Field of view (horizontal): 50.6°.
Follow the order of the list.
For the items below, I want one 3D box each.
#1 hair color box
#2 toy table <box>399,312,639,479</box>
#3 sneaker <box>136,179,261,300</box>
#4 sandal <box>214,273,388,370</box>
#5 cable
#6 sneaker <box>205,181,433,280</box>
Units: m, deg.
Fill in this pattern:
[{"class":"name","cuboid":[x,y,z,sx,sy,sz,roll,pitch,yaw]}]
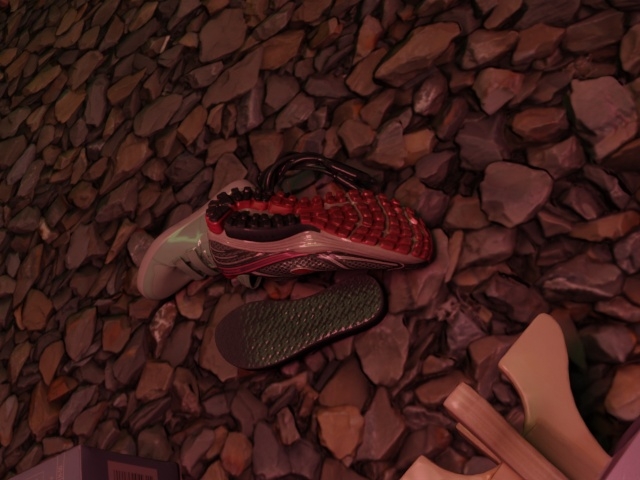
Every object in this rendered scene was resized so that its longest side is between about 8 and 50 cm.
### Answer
[{"class":"hair color box","cuboid":[-0.394,0.409,0.933,0.374,0.185,0.114,-28,54,18]},{"class":"toy table","cuboid":[0.189,0.214,0.629,0.161,0.252,0.274,39,71,24]},{"class":"sneaker","cuboid":[-0.171,0.037,1.040,0.256,0.094,0.151,-42,54,10]},{"class":"sandal","cuboid":[-0.026,0.121,0.935,0.254,0.054,0.097,-16,65,15]},{"class":"cable","cuboid":[-0.012,-0.050,0.979,0.184,0.047,0.151,22,92,9]},{"class":"sneaker","cuboid":[0.000,0.000,0.905,0.299,0.112,0.121,6,37,6]}]
